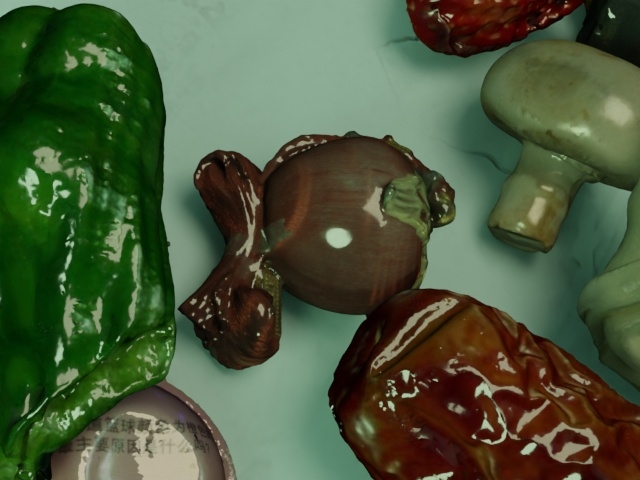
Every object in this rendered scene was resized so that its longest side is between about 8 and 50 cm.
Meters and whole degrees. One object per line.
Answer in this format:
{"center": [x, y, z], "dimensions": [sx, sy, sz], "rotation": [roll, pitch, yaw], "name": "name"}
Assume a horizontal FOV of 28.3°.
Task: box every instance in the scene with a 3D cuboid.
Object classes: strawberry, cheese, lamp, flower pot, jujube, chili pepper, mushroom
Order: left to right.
{"center": [-0.215, 0.000, 0.891], "dimensions": [0.167, 0.213, 0.385], "rotation": [43, 46, -48], "name": "chili pepper"}
{"center": [-0.139, 0.218, 0.919], "dimensions": [0.188, 0.074, 0.286], "rotation": [3, 69, -28], "name": "cheese"}
{"center": [0.005, 0.006, 1.075], "dimensions": [0.223, 0.151, 0.215], "rotation": [-10, 58, 12], "name": "lamp"}
{"center": [0.182, -0.284, 1.289], "dimensions": [0.205, 0.205, 0.244], "rotation": [45, 66, -3], "name": "strawberry"}
{"center": [0.162, 0.181, 1.024], "dimensions": [0.342, 0.216, 0.216], "rotation": [42, 53, -8], "name": "jujube"}
{"center": [0.255, -0.093, 1.240], "dimensions": [0.206, 0.206, 0.209], "rotation": [-2, 90, -31], "name": "mushroom"}
{"center": [0.332, -0.226, 1.308], "dimensions": [0.106, 0.157, 0.157], "rotation": [23, 56, 1], "name": "flower pot"}

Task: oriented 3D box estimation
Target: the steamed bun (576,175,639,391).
{"center": [0.424, 0.040, 1.157], "dimensions": [0.309, 0.324, 0.219], "rotation": [20, 14, -39], "name": "steamed bun"}

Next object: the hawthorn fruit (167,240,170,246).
{"center": [-0.152, -0.003, 1.002], "dimensions": [0.066, 0.103, 0.067], "rotation": [8, 78, -39], "name": "hawthorn fruit"}

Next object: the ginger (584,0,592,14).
{"center": [0.334, -0.266, 1.428], "dimensions": [0.115, 0.081, 0.205], "rotation": [-17, 82, -17], "name": "ginger"}
